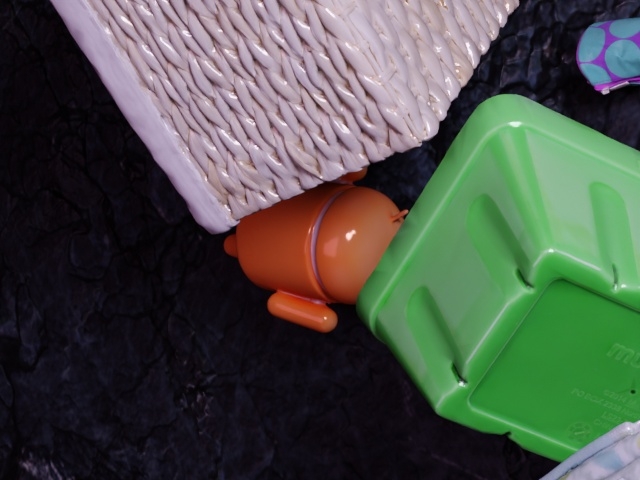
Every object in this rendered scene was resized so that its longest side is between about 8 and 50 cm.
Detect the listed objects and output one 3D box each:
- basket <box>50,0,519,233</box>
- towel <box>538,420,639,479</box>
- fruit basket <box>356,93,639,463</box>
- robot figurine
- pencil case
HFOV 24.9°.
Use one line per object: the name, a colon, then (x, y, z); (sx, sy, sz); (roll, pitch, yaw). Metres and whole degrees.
basket: (-0.033, -0.246, 1.350); (0.266, 0.328, 0.331); (-20, 112, 35)
towel: (0.263, 0.310, 1.184); (0.374, 0.321, 0.090); (-47, 26, 39)
fruit basket: (0.226, 0.041, 1.246); (0.392, 0.392, 0.283); (47, 120, 29)
robot figurine: (0.000, 0.002, 1.528); (0.219, 0.158, 0.128); (8, 137, 40)
pencil case: (0.309, -0.167, 1.293); (0.152, 0.064, 0.070); (-1, 76, 41)
